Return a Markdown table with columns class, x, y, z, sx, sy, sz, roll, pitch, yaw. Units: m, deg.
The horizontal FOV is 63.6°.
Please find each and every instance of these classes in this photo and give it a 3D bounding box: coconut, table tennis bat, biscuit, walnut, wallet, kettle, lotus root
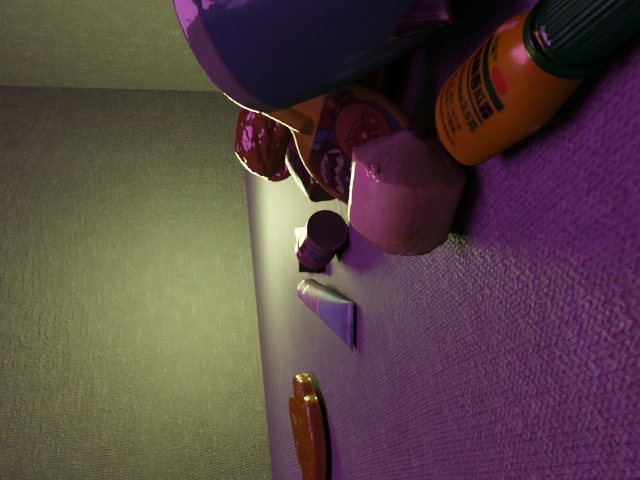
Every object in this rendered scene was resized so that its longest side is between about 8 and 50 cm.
| class | x | y | z | sx | sy | sz | roll | pitch | yaw |
| --- | --- | --- | --- | --- | --- | --- | --- | --- | --- |
| coconut | 0.110 | -0.070 | 0.664 | 0.147 | 0.147 | 0.152 | -112 | 21 | -54 |
| table tennis bat | 0.001 | -0.174 | 0.807 | 0.054 | 0.369 | 0.224 | -46 | -16 | -36 |
| biscuit | -0.036 | 0.571 | 1.562 | 0.351 | 0.057 | 0.311 | -119 | 30 | -59 |
| walnut | -0.123 | -0.287 | 1.412 | 0.257 | 0.225 | 0.256 | 4 | 95 | 47 |
| wallet | -0.034 | 0.024 | 1.523 | 0.285 | 0.030 | 0.145 | 169 | 101 | -75 |
| kettle | 0.035 | -0.347 | 0.594 | 0.247 | 0.342 | 0.319 | 17 | -114 | -57 |
| lotus root | 0.009 | -0.181 | 1.072 | 0.119 | 0.138 | 0.235 | 50 | 146 | 18 |

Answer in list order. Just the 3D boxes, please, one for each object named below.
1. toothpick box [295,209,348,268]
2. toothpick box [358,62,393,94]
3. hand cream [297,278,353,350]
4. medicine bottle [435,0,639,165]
| class | x | y | z | sx | sy | sz | roll | pitch | yaw |
| --- | --- | --- | --- | --- | --- | --- | --- | --- | --- |
| toothpick box | 0.000 | 0.000 | 1.222 | 0.149 | 0.099 | 0.098 | 121 | 144 | -65 |
| toothpick box | 0.043 | -0.333 | 0.830 | 0.175 | 0.175 | 0.271 | -106 | 22 | -46 |
| hand cream | 0.023 | 0.160 | 1.273 | 0.312 | 0.070 | 0.111 | -152 | 62 | -65 |
| medicine bottle | 0.192 | -0.158 | 0.438 | 0.309 | 0.076 | 0.111 | 142 | 123 | -73 |
